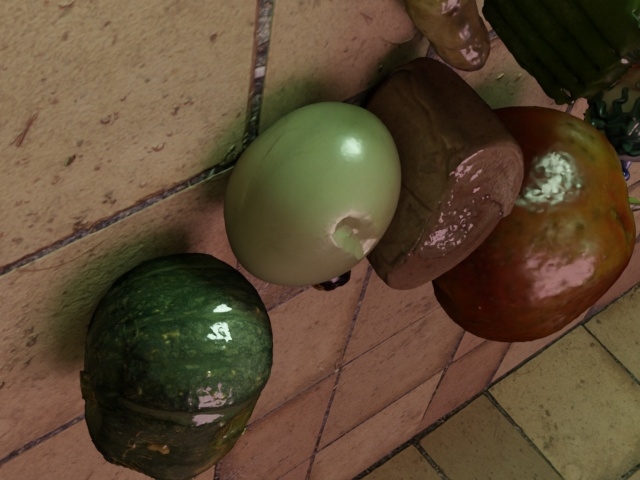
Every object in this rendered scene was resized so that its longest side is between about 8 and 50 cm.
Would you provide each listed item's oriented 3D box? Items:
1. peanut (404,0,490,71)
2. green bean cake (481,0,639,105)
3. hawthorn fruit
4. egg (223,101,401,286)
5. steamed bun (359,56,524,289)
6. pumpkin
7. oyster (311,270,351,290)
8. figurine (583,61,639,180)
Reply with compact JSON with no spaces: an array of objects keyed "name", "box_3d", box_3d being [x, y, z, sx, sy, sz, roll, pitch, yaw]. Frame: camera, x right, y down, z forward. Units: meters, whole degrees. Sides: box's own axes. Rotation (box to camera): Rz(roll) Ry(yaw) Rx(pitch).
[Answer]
[{"name":"peanut","box_3d":[0.174,-0.295,1.387,0.085,0.104,0.228,-36,159,9]},{"name":"green bean cake","box_3d":[0.394,-0.354,1.293,0.319,0.218,0.335,-37,179,-10]},{"name":"hawthorn fruit","box_3d":[0.360,-0.029,1.752,0.402,0.403,0.403,-33,156,-17]},{"name":"egg","box_3d":[-0.011,-0.060,1.381,0.269,0.219,0.219,-58,154,7]},{"name":"steamed bun","box_3d":[0.167,-0.098,1.512,0.199,0.251,0.301,-1,135,-35]},{"name":"pumpkin","box_3d":[-0.206,0.186,1.443,0.257,0.291,0.328,-2,128,-19]},{"name":"oyster","box_3d":[0.011,0.001,1.683,0.161,0.107,0.233,-21,149,-21]},{"name":"figurine","box_3d":[0.624,-0.297,1.910,0.382,0.186,0.261,-55,-162,-14]}]
